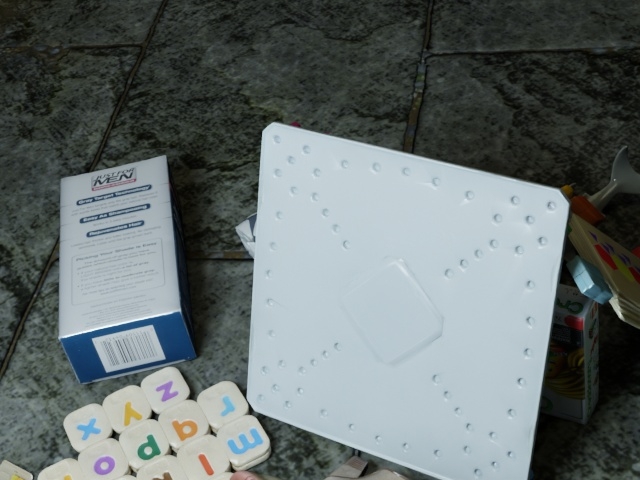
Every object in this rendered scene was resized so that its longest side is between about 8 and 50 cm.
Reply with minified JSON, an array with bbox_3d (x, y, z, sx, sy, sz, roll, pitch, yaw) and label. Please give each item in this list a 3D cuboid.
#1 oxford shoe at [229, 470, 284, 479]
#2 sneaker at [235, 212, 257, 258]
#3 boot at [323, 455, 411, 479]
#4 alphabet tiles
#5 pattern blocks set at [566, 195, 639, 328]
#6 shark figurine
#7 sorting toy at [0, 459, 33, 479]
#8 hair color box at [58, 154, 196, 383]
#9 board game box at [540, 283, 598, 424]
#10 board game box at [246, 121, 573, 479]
[{"bbox_3d":[0.048,0.342,1.153,0.146,0.141,0.397,-8,32,-37],"label":"oxford shoe"},{"bbox_3d":[0.000,0.000,1.778,0.153,0.094,0.235,-39,38,-15],"label":"sneaker"},{"bbox_3d":[0.055,0.310,1.478,0.118,0.042,0.087,18,57,30],"label":"boot"},{"bbox_3d":[-0.212,0.285,1.577,0.284,0.021,0.278,-25,43,-14],"label":"alphabet tiles"},{"bbox_3d":[0.374,0.054,1.504,0.026,0.324,0.285,-42,36,22],"label":"pattern blocks set"},{"bbox_3d":[0.366,-0.012,1.728,0.278,0.166,0.116,-25,67,-38],"label":"shark figurine"},{"bbox_3d":[-0.422,0.311,1.604,0.083,0.012,0.062,19,51,30],"label":"sorting toy"},{"bbox_3d":[-0.284,0.035,1.801,0.173,0.105,0.347,-12,43,0],"label":"hair color box"},{"bbox_3d":[0.192,0.111,1.541,0.305,0.193,0.053,14,48,26],"label":"board game box"},{"bbox_3d":[0.095,0.079,1.478,0.389,0.390,0.050,16,24,27],"label":"board game box"}]
